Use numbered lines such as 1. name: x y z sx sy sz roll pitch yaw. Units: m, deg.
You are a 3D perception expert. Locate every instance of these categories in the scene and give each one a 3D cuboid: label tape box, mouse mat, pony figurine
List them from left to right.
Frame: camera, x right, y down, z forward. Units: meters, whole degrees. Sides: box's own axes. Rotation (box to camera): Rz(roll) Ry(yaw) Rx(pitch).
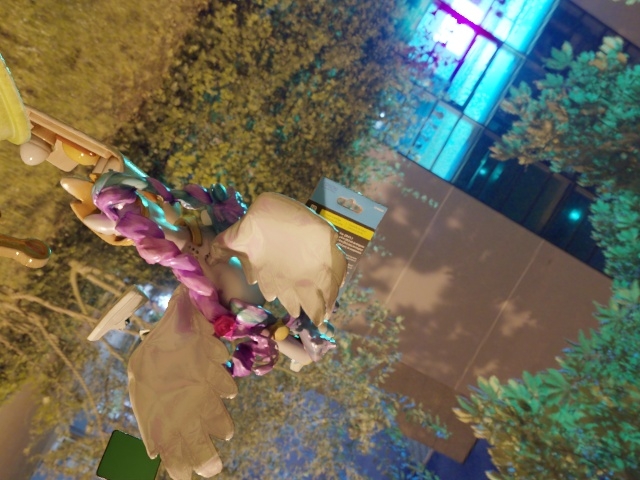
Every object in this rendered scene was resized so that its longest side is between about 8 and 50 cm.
1. mouse mat: -0.610 0.714 1.717 0.007 0.189 0.153 -37 -151 38
2. pony figurine: -0.114 0.062 0.661 0.303 0.351 0.363 -50 149 5
3. label tape box: 0.000 0.000 1.480 0.334 0.240 0.106 -62 -148 8

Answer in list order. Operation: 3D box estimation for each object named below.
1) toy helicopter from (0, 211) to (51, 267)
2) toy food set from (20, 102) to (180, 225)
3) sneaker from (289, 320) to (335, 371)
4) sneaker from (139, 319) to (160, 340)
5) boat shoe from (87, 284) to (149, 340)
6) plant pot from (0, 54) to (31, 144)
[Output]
1. toy helicopter: -0.852 -0.017 1.306 0.140 0.355 0.235 -49 -136 22
2. toy food set: -0.424 -0.125 0.986 0.092 0.306 0.220 -60 162 -9
3. sneaker: -0.031 0.339 1.674 0.087 0.092 0.229 -73 -173 -56
4. sneaker: -0.290 0.195 1.029 0.061 0.152 0.054 -13 106 -51
5. boat shoe: -0.500 0.190 1.320 0.184 0.063 0.066 -47 -161 0
6. plant pot: -0.452 -0.152 0.453 0.254 0.276 0.276 -38 177 -28
